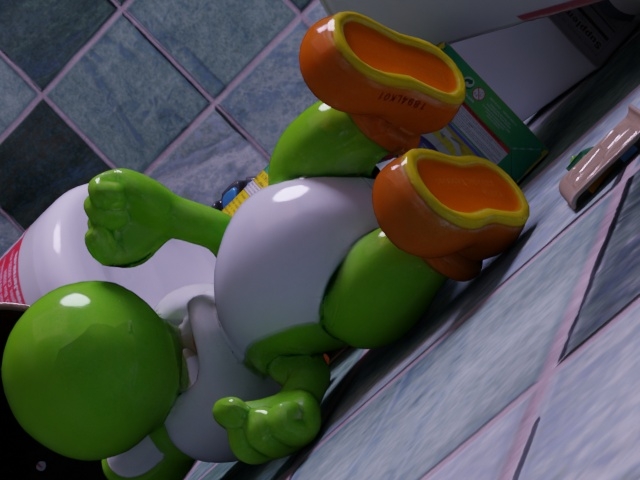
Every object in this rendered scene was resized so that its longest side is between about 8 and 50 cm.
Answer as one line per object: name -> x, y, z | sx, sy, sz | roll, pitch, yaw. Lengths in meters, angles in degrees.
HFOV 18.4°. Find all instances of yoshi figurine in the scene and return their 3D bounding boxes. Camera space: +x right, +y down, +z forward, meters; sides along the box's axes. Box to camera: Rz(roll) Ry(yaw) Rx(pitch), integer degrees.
yoshi figurine -> -0.062, 0.036, 1.170 | 0.362, 0.203, 0.203 | -46, 9, 35

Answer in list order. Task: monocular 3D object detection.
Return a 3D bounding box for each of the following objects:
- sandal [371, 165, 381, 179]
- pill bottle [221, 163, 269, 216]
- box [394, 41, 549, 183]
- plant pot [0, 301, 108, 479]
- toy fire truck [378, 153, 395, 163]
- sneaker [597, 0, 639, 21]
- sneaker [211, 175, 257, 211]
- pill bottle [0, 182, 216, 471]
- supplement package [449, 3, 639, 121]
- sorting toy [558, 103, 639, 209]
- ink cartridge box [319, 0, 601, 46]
sandal -> -0.002, 0.002, 1.501 | 0.167, 0.107, 0.446 | -44, 3, 2
pill bottle -> -0.072, 0.026, 1.973 | 0.208, 0.117, 0.117 | -45, 3, 1
box -> 0.087, -0.074, 1.385 | 0.043, 0.105, 0.179 | -44, 3, -10
plant pot -> -0.209, 0.162, 1.495 | 0.215, 0.215, 0.230 | -44, -11, 3
toy fire truck -> 0.081, -0.091, 1.661 | 0.192, 0.047, 0.135 | -12, -3, -40
sneaker -> 0.271, -0.257, 1.480 | 0.091, 0.094, 0.258 | -34, 11, 48
sneaker -> -0.114, 0.074, 2.206 | 0.341, 0.125, 0.139 | -46, -25, 22
pill bottle -> -0.261, 0.149, 1.795 | 0.407, 0.229, 0.229 | -43, 4, 32
supplement package -> 0.207, -0.229, 1.577 | 0.244, 0.134, 0.139 | -46, 5, -29
sorting toy -> 0.151, -0.045, 1.054 | 0.062, 0.012, 0.083 | -49, 6, 8
ink cartridge box -> 0.146, -0.325, 1.426 | 0.279, 0.160, 0.385 | -15, 36, 23
